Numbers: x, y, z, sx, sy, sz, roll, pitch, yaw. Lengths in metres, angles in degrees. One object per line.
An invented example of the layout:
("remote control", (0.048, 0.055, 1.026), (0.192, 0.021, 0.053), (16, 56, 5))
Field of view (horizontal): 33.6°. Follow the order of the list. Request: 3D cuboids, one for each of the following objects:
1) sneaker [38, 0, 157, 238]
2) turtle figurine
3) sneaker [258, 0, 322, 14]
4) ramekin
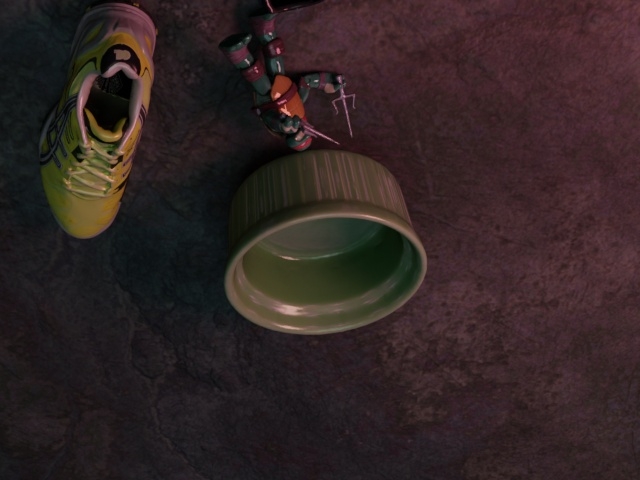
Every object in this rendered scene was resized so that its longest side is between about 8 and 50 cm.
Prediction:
("sneaker", (-0.327, -0.148, 1.502), (0.145, 0.147, 0.384), (8, 127, -13))
("turtle figurine", (-0.047, -0.203, 1.492), (0.118, 0.175, 0.234), (-16, 121, 29))
("sneaker", (0.021, -0.367, 1.402), (0.232, 0.090, 0.081), (-26, 125, 14))
("ramekin", (0.000, 0.000, 1.608), (0.304, 0.148, 0.303), (-5, 142, -4))
